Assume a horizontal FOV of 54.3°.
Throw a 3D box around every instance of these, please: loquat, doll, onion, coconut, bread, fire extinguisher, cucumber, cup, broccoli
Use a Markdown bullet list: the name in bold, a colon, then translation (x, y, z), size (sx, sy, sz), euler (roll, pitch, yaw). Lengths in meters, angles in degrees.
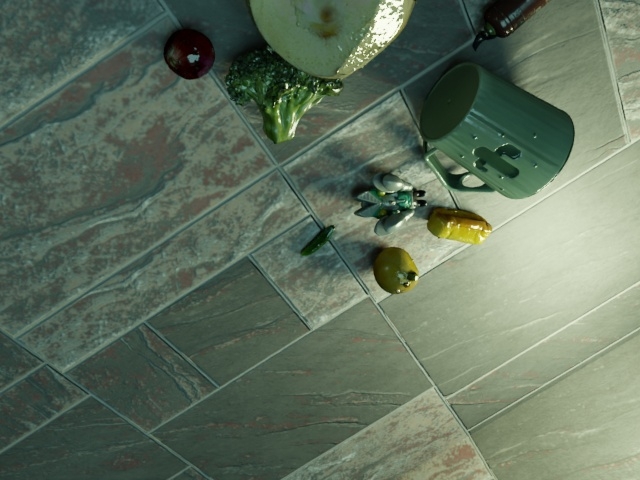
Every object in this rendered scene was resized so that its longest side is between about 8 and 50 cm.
- **loquat**: translation (0.267, 0.109, 2.174), size (0.149, 0.204, 0.172), euler (-31, 118, -20)
- **doll**: translation (0.231, -0.140, 2.026), size (0.258, 0.153, 0.195), euler (-37, 102, -23)
- **onion**: translation (-0.337, -0.478, 1.603), size (0.131, 0.131, 0.131), euler (-9, 126, -13)
- **coconut**: translation (0.044, -0.613, 1.504), size (0.404, 0.405, 0.405), euler (-9, 126, -13)
- **bread**: translation (0.493, -0.055, 2.197), size (0.245, 0.102, 0.094), euler (10, 126, -23)
- **fire extinguisher**: translation (0.562, -0.662, 1.775), size (0.344, 0.138, 0.102), euler (-40, 112, 9)
- **cucumber**: translation (0.000, 0.000, 2.100), size (0.168, 0.039, 0.039), euler (-43, 126, 15)
- **cup**: translation (0.508, -0.300, 1.910), size (0.392, 0.310, 0.401), euler (24, 111, -25)
- **broccoli**: translation (-0.099, -0.398, 1.679), size (0.288, 0.248, 0.246), euler (26, 130, 16)
